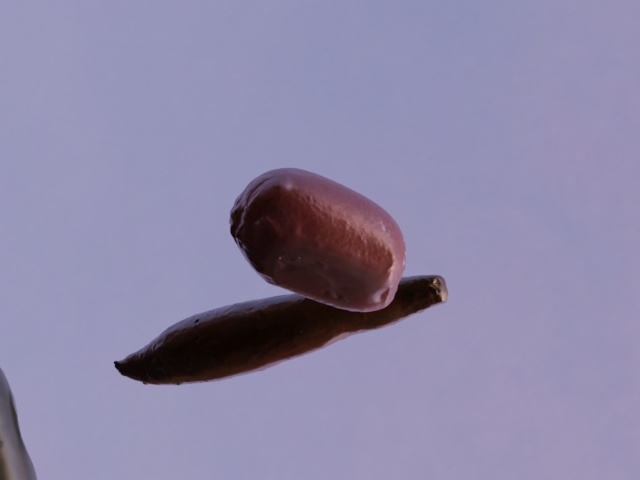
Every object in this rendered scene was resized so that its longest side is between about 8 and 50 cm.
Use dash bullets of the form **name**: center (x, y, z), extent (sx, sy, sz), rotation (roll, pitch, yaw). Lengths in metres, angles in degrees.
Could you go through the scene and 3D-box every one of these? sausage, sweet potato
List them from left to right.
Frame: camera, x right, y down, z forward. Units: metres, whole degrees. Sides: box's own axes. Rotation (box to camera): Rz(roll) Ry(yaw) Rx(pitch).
- **sweet potato**: center (-0.034, 0.066, 1.296), extent (0.265, 0.057, 0.057), rotation (-14, -83, 23)
- **sausage**: center (0.000, 0.000, 0.895), extent (0.094, 0.054, 0.059), rotation (23, -50, -19)

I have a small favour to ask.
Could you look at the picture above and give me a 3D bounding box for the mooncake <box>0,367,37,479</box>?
- **mooncake**: center (-0.345, 0.180, 1.077), extent (0.351, 0.351, 0.187), rotation (58, -26, 2)
